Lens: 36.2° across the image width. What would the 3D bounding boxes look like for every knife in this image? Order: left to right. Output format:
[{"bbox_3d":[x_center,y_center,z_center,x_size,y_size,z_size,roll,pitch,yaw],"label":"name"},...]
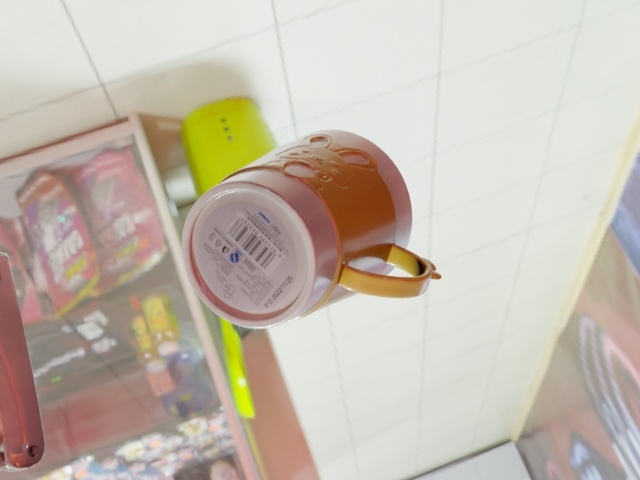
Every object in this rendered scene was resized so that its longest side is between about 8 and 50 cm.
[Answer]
[{"bbox_3d":[-0.385,0.146,1.181,0.041,0.265,0.073,-12,175,35],"label":"knife"}]

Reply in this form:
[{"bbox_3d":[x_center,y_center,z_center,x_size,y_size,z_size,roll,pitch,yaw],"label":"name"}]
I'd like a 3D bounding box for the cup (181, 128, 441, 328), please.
[{"bbox_3d":[0.000,0.000,1.000,0.226,0.241,0.185,-27,137,-61],"label":"cup"}]
